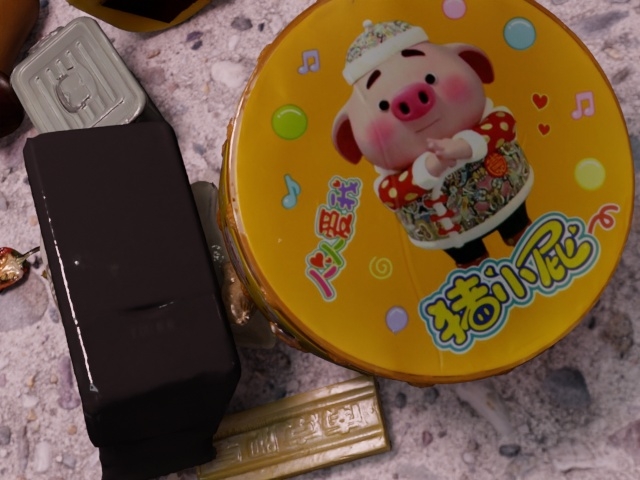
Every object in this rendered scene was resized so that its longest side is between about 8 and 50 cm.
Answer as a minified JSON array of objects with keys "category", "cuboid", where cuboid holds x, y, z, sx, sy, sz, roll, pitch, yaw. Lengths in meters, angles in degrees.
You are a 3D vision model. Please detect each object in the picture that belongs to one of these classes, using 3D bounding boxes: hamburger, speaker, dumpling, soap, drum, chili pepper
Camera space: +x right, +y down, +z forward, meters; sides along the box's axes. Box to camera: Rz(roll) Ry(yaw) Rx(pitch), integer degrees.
[{"category":"hamburger","cuboid":[-0.274,-0.421,1.332,0.227,0.295,0.152,-20,74,20]},{"category":"speaker","cuboid":[-0.224,0.069,1.067,0.180,0.184,0.388,-10,67,-22]},{"category":"dumpling","cuboid":[-0.137,0.049,1.183,0.166,0.216,0.126,-30,19,39]},{"category":"soap","cuboid":[-0.041,0.242,1.113,0.252,0.037,0.092,-19,63,14]},{"category":"drum","cuboid":[0.097,-0.055,0.972,0.430,0.214,0.431,1,84,-9]},{"category":"chili pepper","cuboid":[-0.514,0.058,1.373,0.267,0.059,0.050,-24,24,14]}]

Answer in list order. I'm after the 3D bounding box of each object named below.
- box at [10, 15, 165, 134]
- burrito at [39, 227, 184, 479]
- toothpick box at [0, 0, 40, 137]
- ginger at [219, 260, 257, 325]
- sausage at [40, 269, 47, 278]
[{"category":"box","cuboid":[-0.326,-0.194,1.348,0.163,0.135,0.243,-40,61,4]},{"category":"burrito","cuboid":[-0.244,0.144,1.155,0.139,0.101,0.446,-15,79,-21]},{"category":"toothpick box","cuboid":[-0.550,-0.299,1.454,0.192,0.192,0.295,-6,62,20]},{"category":"ginger","cuboid":[0.000,0.000,1.132,0.333,0.081,0.148,-33,91,-26]},{"category":"sausage","cuboid":[-0.368,0.036,1.339,0.100,0.015,0.015,-19,64,14]}]
